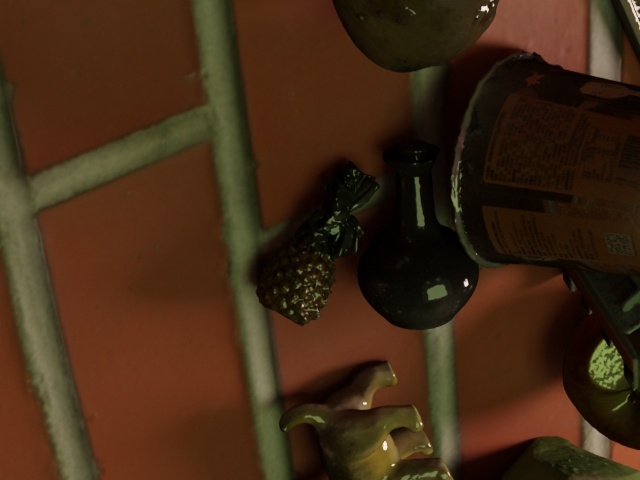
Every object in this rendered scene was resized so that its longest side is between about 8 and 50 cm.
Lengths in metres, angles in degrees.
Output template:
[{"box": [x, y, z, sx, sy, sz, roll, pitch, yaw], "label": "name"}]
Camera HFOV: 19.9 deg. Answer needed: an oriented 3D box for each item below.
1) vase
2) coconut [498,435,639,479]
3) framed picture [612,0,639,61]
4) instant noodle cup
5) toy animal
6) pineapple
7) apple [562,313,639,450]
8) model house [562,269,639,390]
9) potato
[{"box": [0.094, -0.008, 1.777, 0.120, 0.120, 0.183, -16, 116, -27], "label": "vase"}, {"box": [0.297, 0.378, 2.104, 0.281, 0.328, 0.328, -22, 143, 23], "label": "coconut"}, {"box": [0.463, -0.283, 1.896, 0.335, 0.022, 0.247, -40, 137, -4], "label": "framed picture"}, {"box": [0.262, -0.063, 1.727, 0.217, 0.207, 0.217, -21, 117, -50], "label": "instant noodle cup"}, {"box": [0.049, 0.243, 1.934, 0.168, 0.121, 0.233, -19, 130, -10], "label": "toy animal"}, {"box": [0.000, 0.000, 1.740, 0.074, 0.074, 0.159, 23, 101, -45], "label": "pineapple"}, {"box": [0.368, 0.147, 2.055, 0.195, 0.160, 0.173, 43, 77, -6], "label": "apple"}, {"box": [0.364, 0.000, 1.894, 0.198, 0.224, 0.215, -19, 140, -8], "label": "model house"}, {"box": [0.092, -0.267, 1.539, 0.165, 0.165, 0.262, 4, 116, -39], "label": "potato"}]
